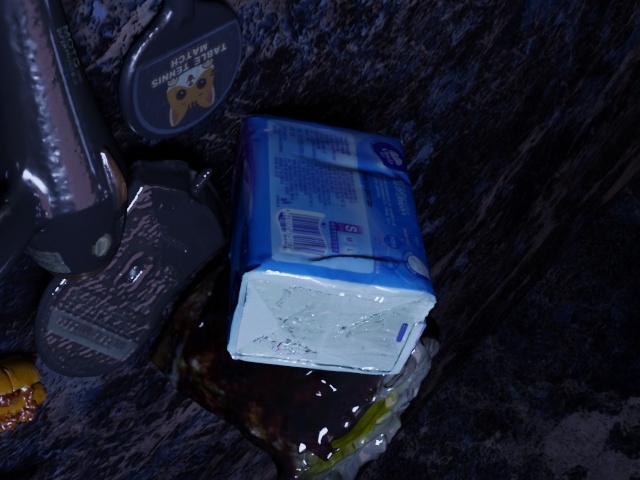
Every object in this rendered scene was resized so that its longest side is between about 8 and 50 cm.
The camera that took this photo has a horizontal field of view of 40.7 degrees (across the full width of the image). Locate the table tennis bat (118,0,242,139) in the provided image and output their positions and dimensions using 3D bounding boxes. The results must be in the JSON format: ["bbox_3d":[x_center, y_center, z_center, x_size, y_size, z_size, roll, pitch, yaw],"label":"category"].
[{"bbox_3d":[-0.132,-0.191,0.816,0.150,0.027,0.236,-36,153,-29],"label":"table tennis bat"}]

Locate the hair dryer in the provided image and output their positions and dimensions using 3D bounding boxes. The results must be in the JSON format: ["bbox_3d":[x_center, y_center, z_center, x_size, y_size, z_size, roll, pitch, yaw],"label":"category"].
[{"bbox_3d":[-0.254,-0.011,0.626,0.304,0.120,0.359,95,13,-46],"label":"hair dryer"}]

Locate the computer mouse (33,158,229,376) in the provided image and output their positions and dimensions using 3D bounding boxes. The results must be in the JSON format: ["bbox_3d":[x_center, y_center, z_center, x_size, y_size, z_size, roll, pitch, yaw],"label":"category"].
[{"bbox_3d":[-0.205,0.017,0.901,0.264,0.088,0.147,-47,137,3],"label":"computer mouse"}]

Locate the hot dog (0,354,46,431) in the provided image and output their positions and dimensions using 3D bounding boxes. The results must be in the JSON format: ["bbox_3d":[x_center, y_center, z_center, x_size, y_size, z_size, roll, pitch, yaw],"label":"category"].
[{"bbox_3d":[-0.374,0.175,0.847,0.102,0.076,0.249,-56,155,19],"label":"hot dog"}]

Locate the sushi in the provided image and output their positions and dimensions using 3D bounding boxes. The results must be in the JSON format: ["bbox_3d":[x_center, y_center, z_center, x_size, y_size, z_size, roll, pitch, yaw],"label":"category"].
[{"bbox_3d":[-0.019,0.146,1.137,0.299,0.294,0.281,-57,155,11],"label":"sushi"}]

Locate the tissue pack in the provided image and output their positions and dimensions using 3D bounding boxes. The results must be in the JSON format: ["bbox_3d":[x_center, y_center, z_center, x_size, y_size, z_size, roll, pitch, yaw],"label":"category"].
[{"bbox_3d":[0.000,0.000,0.947,0.198,0.263,0.146,8,130,-13],"label":"tissue pack"}]
